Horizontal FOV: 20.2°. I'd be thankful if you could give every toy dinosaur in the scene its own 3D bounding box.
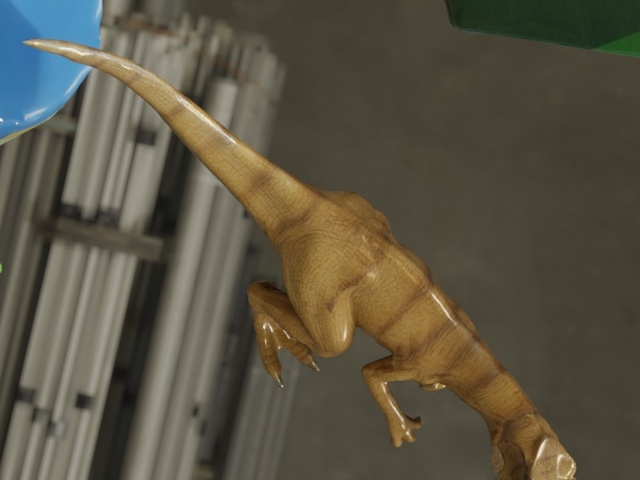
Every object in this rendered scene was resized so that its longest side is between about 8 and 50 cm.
[{"bbox_3d":[0.000,0.000,0.550,0.064,0.211,0.112,-52,-169,-16],"label":"toy dinosaur"}]

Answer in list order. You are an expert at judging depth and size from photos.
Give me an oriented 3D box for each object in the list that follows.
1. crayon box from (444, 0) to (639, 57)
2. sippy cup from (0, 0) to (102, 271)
[{"bbox_3d":[0.223,-0.144,0.665,0.203,0.323,0.083,-47,134,-32],"label":"crayon box"},{"bbox_3d":[-0.259,-0.137,1.116,0.224,0.305,0.240,-6,-142,48],"label":"sippy cup"}]
